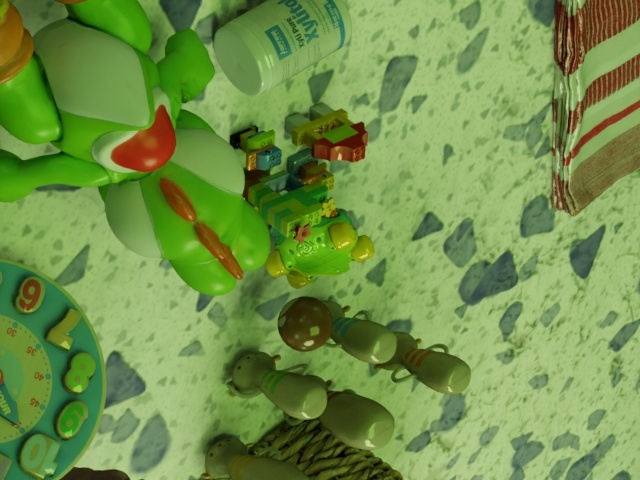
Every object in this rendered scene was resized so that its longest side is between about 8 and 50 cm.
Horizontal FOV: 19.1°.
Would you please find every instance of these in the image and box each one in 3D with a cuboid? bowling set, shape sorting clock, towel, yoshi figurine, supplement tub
[{"bbox_3d":[-0.004,0.120,1.911,0.287,0.154,0.200,-32,120,-25],"label":"bowling set"},{"bbox_3d":[-0.273,0.113,1.566,0.206,0.040,0.206,5,78,-25],"label":"shape sorting clock"},{"bbox_3d":[0.350,-0.204,2.102,0.237,0.037,0.329,-33,138,-27],"label":"towel"},{"bbox_3d":[-0.173,-0.103,1.539,0.362,0.203,0.203,55,34,-38],"label":"yoshi figurine"},{"bbox_3d":[-0.032,-0.180,1.671,0.107,0.071,0.071,-34,139,-27],"label":"supplement tub"}]

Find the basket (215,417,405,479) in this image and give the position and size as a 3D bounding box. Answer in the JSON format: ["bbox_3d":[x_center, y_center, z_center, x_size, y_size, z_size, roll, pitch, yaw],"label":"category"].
[{"bbox_3d":[0.011,0.370,2.030,0.213,0.223,0.299,-38,141,-21],"label":"basket"}]

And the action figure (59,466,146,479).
[{"bbox_3d":[-0.244,0.260,1.635,0.370,0.248,0.276,-15,142,-23],"label":"action figure"}]

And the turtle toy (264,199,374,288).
[{"bbox_3d":[0.000,0.000,1.847,0.095,0.066,0.130,-23,158,17],"label":"turtle toy"}]

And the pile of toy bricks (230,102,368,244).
[{"bbox_3d":[-0.040,-0.036,1.747,0.212,0.105,0.118,-26,135,-33],"label":"pile of toy bricks"}]
